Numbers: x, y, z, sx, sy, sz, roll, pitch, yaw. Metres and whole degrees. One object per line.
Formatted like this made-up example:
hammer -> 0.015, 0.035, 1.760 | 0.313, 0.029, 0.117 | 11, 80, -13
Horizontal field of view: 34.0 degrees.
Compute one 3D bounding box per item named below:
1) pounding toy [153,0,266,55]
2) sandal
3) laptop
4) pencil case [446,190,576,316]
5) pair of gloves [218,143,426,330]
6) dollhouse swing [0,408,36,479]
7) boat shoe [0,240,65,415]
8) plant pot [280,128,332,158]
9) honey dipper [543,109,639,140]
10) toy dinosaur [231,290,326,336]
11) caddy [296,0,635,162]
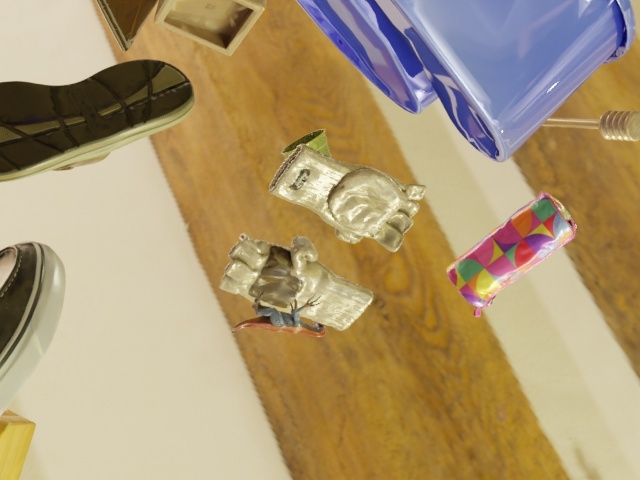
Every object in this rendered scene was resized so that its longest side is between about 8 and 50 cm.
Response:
pounding toy -> -0.161, -0.387, 1.486 | 0.181, 0.206, 0.094 | 21, -123, -20
sandal -> -0.285, -0.122, 1.180 | 0.303, 0.086, 0.120 | -15, -115, -23
laptop -> -0.376, -0.621, 1.892 | 0.236, 0.382, 0.408 | 29, -98, 3
pencil case -> 0.328, 0.021, 1.793 | 0.104, 0.236, 0.104 | 42, -163, -16
pair of gloves -> 0.000, 0.000, 1.286 | 0.204, 0.240, 0.042 | 17, -150, -26
dollhouse swing -> -0.595, 0.280, 1.296 | 0.347, 0.315, 0.305 | 23, -166, 7
boat shoe -> -0.341, 0.111, 0.932 | 0.119, 0.121, 0.335 | 51, -138, -31
plant pot -> -0.011, -0.130, 1.721 | 0.083, 0.083, 0.079 | -41, -71, -42
honey dipper -> 0.266, -0.120, 1.085 | 0.030, 0.161, 0.030 | -4, -82, -32
toy dinosaur -> -0.037, 0.088, 1.116 | 0.082, 0.047, 0.090 | 41, -95, -5
caddy -> 0.085, -0.218, 0.744 | 0.341, 0.179, 0.241 | 43, 177, -42
